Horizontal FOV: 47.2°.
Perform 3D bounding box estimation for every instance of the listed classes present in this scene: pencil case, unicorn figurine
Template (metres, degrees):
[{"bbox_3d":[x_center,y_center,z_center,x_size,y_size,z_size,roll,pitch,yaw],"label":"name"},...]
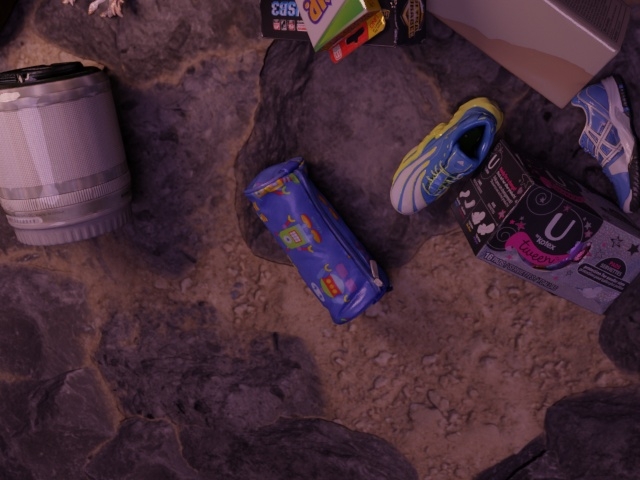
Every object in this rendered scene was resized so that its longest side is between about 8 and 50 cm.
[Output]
[{"bbox_3d":[0.000,0.000,1.255,0.133,0.119,0.306,-24,106,44],"label":"pencil case"},{"bbox_3d":[-0.391,-0.439,1.211,0.161,0.060,0.111,17,114,-12],"label":"unicorn figurine"}]

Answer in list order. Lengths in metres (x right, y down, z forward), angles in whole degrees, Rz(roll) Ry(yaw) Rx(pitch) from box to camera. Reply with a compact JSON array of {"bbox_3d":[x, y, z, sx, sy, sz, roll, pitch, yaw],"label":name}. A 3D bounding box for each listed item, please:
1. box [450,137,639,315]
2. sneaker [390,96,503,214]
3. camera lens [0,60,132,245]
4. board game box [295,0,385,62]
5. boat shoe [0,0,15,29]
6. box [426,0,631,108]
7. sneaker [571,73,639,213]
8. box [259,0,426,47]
[{"bbox_3d":[0.350,-0.021,1.112,0.247,0.163,0.142,23,116,-19],"label":"box"},{"bbox_3d":[0.191,-0.125,1.163,0.091,0.126,0.240,37,113,-3],"label":"sneaker"},{"bbox_3d":[-0.445,-0.153,1.237,0.219,0.219,0.275,-3,110,13],"label":"camera lens"},{"bbox_3d":[-0.002,-0.382,0.997,0.124,0.039,0.260,-22,92,53],"label":"board game box"},{"bbox_3d":[-0.538,-0.453,1.205,0.089,0.105,0.285,38,114,-7],"label":"boat shoe"},{"bbox_3d":[0.269,-0.347,1.036,0.311,0.148,0.121,36,138,-2],"label":"box"},{"bbox_3d":[0.447,-0.143,1.128,0.081,0.080,0.211,-13,90,28],"label":"sneaker"},{"bbox_3d":[0.019,-0.430,1.030,0.295,0.073,0.294,19,121,46],"label":"box"}]
